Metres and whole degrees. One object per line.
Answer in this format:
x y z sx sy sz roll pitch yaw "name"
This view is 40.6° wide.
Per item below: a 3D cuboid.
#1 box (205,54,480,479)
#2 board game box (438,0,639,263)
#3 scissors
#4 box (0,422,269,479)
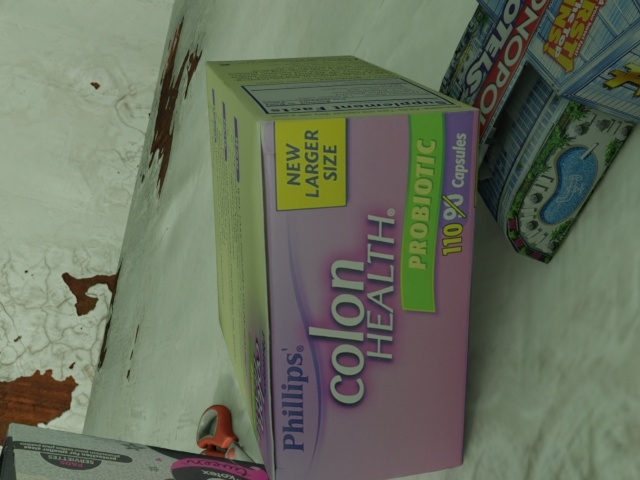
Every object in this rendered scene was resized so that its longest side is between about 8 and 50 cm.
0.000 0.000 0.566 0.243 0.117 0.214 -126 33 -68 "box"
0.126 -0.096 0.451 0.194 0.060 0.194 -103 33 -56 "board game box"
-0.096 0.219 0.931 0.297 0.021 0.109 140 142 -63 "scissors"
-0.141 0.252 0.679 0.163 0.247 0.142 -140 67 -70 "box"
